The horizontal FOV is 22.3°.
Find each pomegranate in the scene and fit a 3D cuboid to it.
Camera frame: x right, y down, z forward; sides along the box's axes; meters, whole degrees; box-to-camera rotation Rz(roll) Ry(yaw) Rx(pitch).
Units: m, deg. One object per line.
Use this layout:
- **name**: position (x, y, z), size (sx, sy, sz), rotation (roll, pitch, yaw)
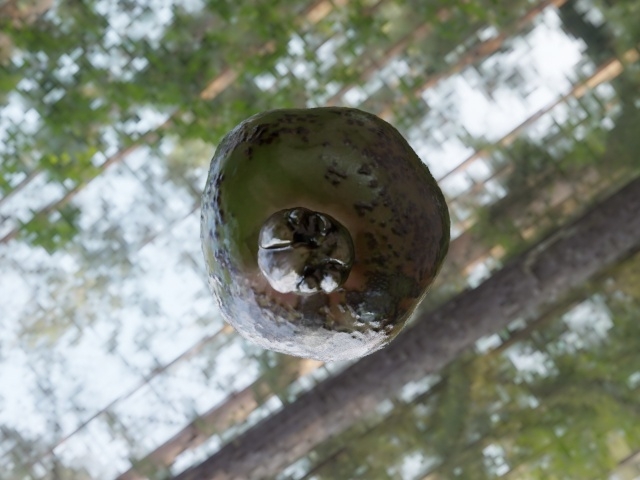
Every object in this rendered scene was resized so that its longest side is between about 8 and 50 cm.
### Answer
- **pomegranate**: position (0.000, 0.000, 1.688), size (0.285, 0.285, 0.340), rotation (50, -171, -5)
